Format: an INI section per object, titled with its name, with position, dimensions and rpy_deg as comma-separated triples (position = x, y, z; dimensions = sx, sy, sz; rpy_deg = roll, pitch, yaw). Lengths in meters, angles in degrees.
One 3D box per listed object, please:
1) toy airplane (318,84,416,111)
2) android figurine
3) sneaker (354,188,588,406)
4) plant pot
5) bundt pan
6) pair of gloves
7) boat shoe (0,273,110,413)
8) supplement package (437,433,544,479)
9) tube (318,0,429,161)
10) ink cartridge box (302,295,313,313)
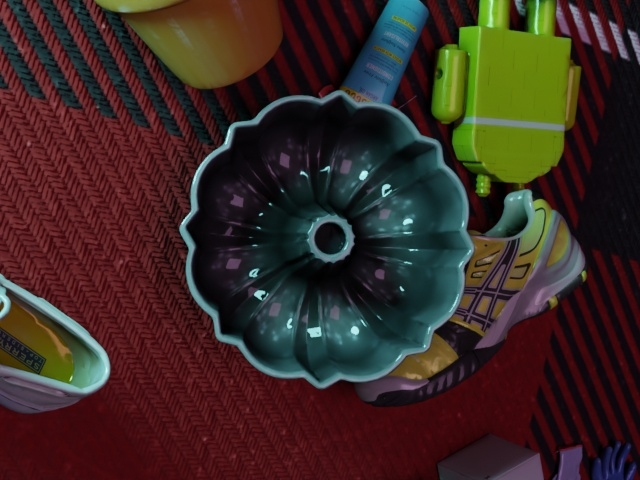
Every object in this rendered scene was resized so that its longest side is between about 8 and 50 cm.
[toy airplane]
position = 0.058, -0.141, 1.463
dimensions = 0.151, 0.028, 0.151
rpy_deg = 2, 85, -23
[android figurine]
position = 0.254, -0.192, 1.569
dimensions = 0.248, 0.056, 0.272
rpy_deg = -2, 98, -34
[sneaker]
position = 0.177, 0.074, 1.522
dimensions = 0.385, 0.145, 0.147
rpy_deg = -37, 106, -28
[plant pot]
position = -0.132, -0.269, 1.232
dimensions = 0.205, 0.205, 0.188
rpy_deg = -45, 135, -20
[bundt pan]
position = 0.000, 0.000, 1.347
dimensions = 0.331, 0.124, 0.330
rpy_deg = 0, 88, -11
[pair of gloves]
position = 0.404, 0.382, 1.779
dimensions = 0.198, 0.023, 0.159
rpy_deg = 3, 96, -34
[boat shoe]
position = -0.349, 0.059, 1.129
dimensions = 0.367, 0.157, 0.135
rpy_deg = 41, 52, -32
[supplement package]
position = 0.246, 0.378, 1.624
dimensions = 0.105, 0.105, 0.179
rpy_deg = -22, 110, -29
[tube]
position = 0.068, -0.202, 1.438
dimensions = 0.080, 0.052, 0.207
rpy_deg = 27, 77, -5
[ink cartridge box]
position = 0.029, 0.066, 1.463
dimensions = 0.122, 0.052, 0.088
rpy_deg = 31, 81, -31
